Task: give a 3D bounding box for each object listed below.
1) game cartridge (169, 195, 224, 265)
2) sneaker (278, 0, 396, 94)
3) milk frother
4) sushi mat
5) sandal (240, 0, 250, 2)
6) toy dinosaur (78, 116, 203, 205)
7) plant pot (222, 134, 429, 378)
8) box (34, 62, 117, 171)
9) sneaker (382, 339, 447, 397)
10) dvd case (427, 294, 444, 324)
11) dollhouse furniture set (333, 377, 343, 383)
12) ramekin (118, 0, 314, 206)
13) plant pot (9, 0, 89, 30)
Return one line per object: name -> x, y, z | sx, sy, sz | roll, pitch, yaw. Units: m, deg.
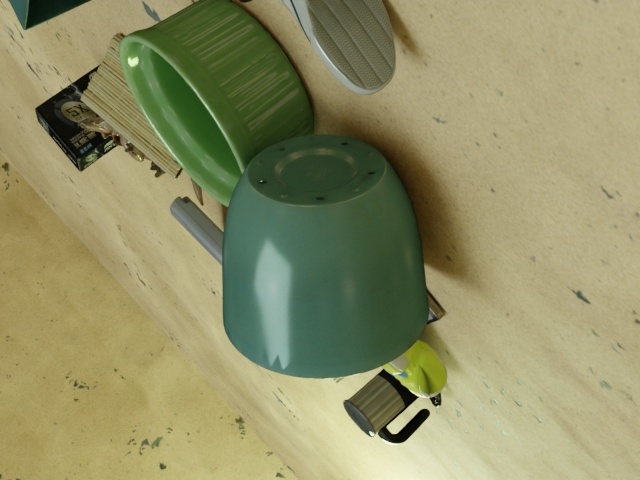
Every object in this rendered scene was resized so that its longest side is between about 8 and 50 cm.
game cartridge -> -0.194, 0.025, 2.066 | 0.196, 0.060, 0.294 | 40, 174, 20
sneaker -> 0.001, -0.277, 1.134 | 0.258, 0.094, 0.091 | 60, 171, 2
milk frother -> 0.132, 0.279, 1.761 | 0.129, 0.134, 0.143 | 45, 160, 17
sushi mat -> -0.324, -0.252, 1.848 | 0.316, 0.151, 0.019 | 39, -163, 32
sandal -> -0.090, -0.328, 1.080 | 0.067, 0.040, 0.179 | 54, 157, 21
toy dinosaur -> -0.325, -0.193, 1.989 | 0.295, 0.127, 0.200 | 38, 172, -8
plant pot -> 0.000, 0.000, 1.349 | 0.293, 0.293, 0.235 | 34, 139, 42
box -> -0.481, -0.260, 2.112 | 0.147, 0.180, 0.077 | 50, 163, 6
sneaker -> 0.101, 0.157, 1.624 | 0.240, 0.091, 0.126 | 55, 162, -16
dvd case -> 0.097, 0.048, 1.597 | 0.221, 0.018, 0.164 | 50, 163, 1
dollhouse furniture set -> 0.040, 0.155, 1.774 | 0.123, 0.144, 0.151 | 52, 176, 14
ramekin -> -0.147, -0.209, 1.483 | 0.303, 0.148, 0.303 | 44, 160, 21
plant pot -> -0.484, -0.513, 1.692 | 0.234, 0.165, 0.165 | 60, 161, -4
